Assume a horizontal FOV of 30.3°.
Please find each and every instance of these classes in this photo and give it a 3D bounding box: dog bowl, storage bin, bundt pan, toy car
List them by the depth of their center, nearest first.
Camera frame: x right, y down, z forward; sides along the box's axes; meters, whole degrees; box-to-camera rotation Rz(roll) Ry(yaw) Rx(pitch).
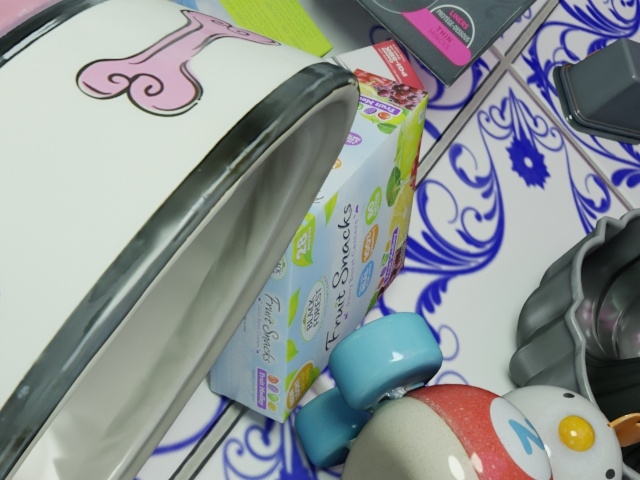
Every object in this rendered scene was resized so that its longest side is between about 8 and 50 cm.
[{"bbox_3d":[-0.153,0.051,0.568,0.150,0.408,0.408,35,45,4],"label":"dog bowl"},{"bbox_3d":[0.140,0.157,0.824,0.237,0.210,0.219,-18,65,-24],"label":"toy car"},{"bbox_3d":[0.298,0.145,1.063,0.330,0.124,0.331,21,53,-30],"label":"bundt pan"},{"bbox_3d":[0.339,-0.175,1.307,0.135,0.091,0.098,8,61,-38],"label":"storage bin"}]

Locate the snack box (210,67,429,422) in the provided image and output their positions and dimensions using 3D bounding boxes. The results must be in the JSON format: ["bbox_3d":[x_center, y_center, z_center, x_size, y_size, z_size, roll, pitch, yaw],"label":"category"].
[{"bbox_3d":[0.000,0.000,0.862,0.070,0.175,0.207,22,43,21],"label":"snack box"}]

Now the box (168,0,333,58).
[{"bbox_3d":[-0.078,-0.163,0.983,0.109,0.042,0.178,52,46,-2],"label":"box"}]

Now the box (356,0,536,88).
[{"bbox_3d":[0.109,-0.279,1.077,0.165,0.143,0.270,41,23,-12],"label":"box"}]

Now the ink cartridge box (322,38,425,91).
[{"bbox_3d":[0.005,-0.109,0.981,0.135,0.099,0.056,-24,80,-46],"label":"ink cartridge box"}]
